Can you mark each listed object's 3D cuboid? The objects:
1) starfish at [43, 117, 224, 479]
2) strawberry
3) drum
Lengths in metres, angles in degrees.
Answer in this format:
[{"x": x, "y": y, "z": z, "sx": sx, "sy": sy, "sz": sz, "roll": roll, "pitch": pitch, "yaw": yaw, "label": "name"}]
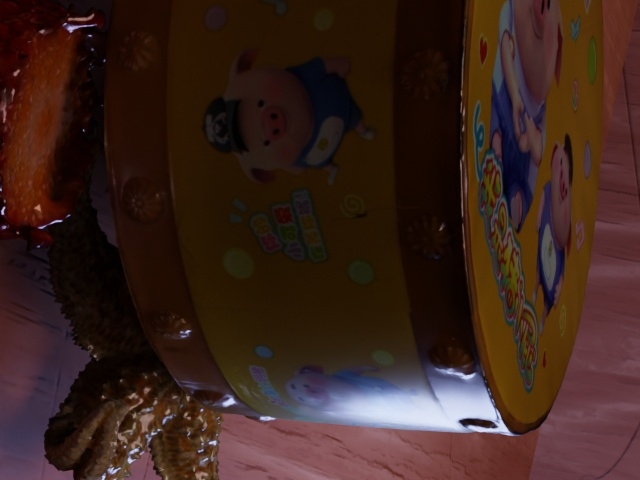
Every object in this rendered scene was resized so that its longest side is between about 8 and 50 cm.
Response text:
[{"x": -0.100, "y": 0.057, "z": 1.106, "sx": 0.312, "sy": 0.113, "sz": 0.303, "roll": 37, "pitch": 57, "yaw": -65, "label": "starfish"}, {"x": -0.175, "y": -0.068, "z": 0.874, "sx": 0.145, "sy": 0.086, "sz": 0.145, "roll": 11, "pitch": 90, "yaw": -68, "label": "strawberry"}, {"x": 0.045, "y": -0.081, "z": 1.023, "sx": 0.431, "sy": 0.214, "sz": 0.431, "roll": 2, "pitch": 90, "yaw": -71, "label": "drum"}]
